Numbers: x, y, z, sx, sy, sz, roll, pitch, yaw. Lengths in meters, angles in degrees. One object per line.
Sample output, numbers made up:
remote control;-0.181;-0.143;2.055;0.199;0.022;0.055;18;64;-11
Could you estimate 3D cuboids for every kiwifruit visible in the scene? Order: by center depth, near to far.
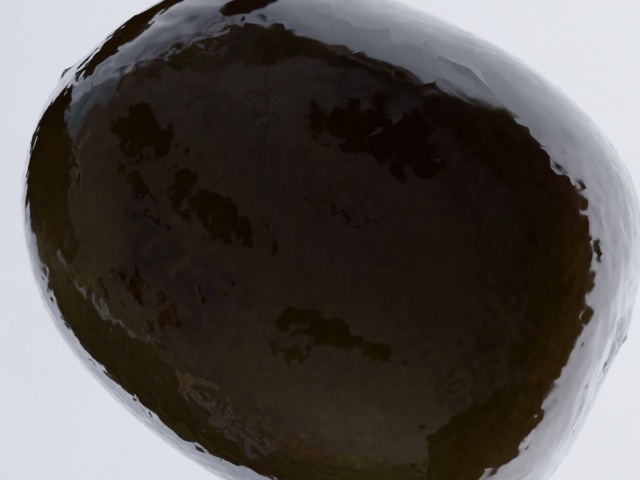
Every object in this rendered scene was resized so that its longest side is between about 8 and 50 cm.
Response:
kiwifruit;0.000;0.000;0.635;0.234;0.196;0.196;29;-64;9
